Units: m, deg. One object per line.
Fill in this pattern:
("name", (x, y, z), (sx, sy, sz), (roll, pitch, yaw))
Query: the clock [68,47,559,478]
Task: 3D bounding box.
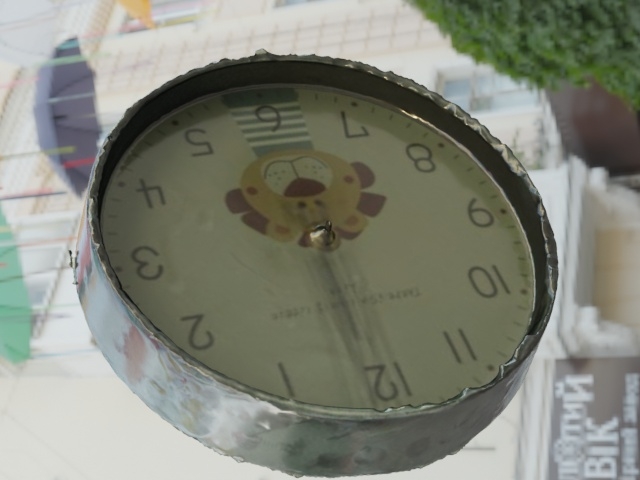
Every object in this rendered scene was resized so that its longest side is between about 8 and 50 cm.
("clock", (0.000, 0.000, 0.728), (0.061, 0.313, 0.312), (107, -178, -48))
